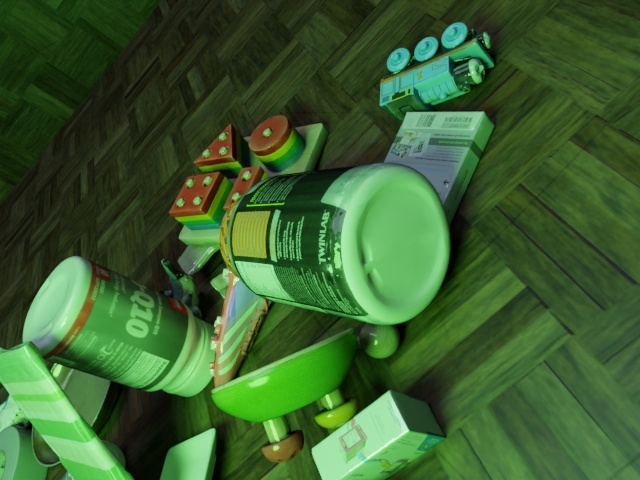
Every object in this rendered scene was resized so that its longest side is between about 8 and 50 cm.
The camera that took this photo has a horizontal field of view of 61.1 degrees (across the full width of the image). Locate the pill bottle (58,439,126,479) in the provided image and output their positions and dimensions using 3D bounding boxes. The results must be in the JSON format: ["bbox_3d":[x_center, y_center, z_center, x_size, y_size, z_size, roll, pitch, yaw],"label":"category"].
[{"bbox_3d":[-0.424,0.435,0.981,0.137,0.078,0.078,-47,40,11],"label":"pill bottle"}]

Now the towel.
[{"bbox_3d":[-0.372,0.292,0.816,0.248,0.324,0.038,-17,17,48],"label":"towel"}]

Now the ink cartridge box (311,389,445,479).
[{"bbox_3d":[0.065,0.230,0.612,0.122,0.088,0.052,-41,48,18],"label":"ink cartridge box"}]

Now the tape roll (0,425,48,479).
[{"bbox_3d":[-0.690,0.529,1.194,0.219,0.072,0.219,-25,49,33],"label":"tape roll"}]

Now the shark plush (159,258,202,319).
[{"bbox_3d":[-0.265,0.101,1.001,0.067,0.161,0.073,-12,57,-7],"label":"shark plush"}]

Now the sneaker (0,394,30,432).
[{"bbox_3d":[-0.720,0.414,1.301,0.228,0.087,0.092,-46,47,23],"label":"sneaker"}]

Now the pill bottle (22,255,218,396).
[{"bbox_3d":[-0.313,0.153,0.895,0.161,0.283,0.161,-26,48,32],"label":"pill bottle"}]

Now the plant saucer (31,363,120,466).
[{"bbox_3d":[-0.518,0.327,1.173,0.311,0.050,0.310,-25,48,31],"label":"plant saucer"}]

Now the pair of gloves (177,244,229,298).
[{"bbox_3d":[-0.159,0.005,1.032,0.240,0.042,0.204,25,78,45],"label":"pair of gloves"}]

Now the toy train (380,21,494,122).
[{"bbox_3d":[0.177,-0.258,0.844,0.184,0.080,0.105,-12,65,38],"label":"toy train"}]

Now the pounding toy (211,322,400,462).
[{"bbox_3d":[-0.007,0.185,0.656,0.183,0.237,0.110,-31,78,36],"label":"pounding toy"}]

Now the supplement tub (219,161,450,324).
[{"bbox_3d":[0.000,0.000,0.742,0.316,0.194,0.193,4,67,53],"label":"supplement tub"}]

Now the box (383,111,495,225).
[{"bbox_3d":[0.151,-0.100,0.790,0.145,0.038,0.186,15,75,49],"label":"box"}]

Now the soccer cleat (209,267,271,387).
[{"bbox_3d":[-0.124,0.123,0.891,0.083,0.095,0.248,164,115,-77],"label":"soccer cleat"}]

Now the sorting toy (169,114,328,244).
[{"bbox_3d":[-0.146,-0.124,1.019,0.257,0.089,0.255,-2,55,37],"label":"sorting toy"}]

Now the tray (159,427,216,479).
[{"bbox_3d":[-0.208,0.418,0.774,0.145,0.030,0.270,-34,34,36],"label":"tray"}]
